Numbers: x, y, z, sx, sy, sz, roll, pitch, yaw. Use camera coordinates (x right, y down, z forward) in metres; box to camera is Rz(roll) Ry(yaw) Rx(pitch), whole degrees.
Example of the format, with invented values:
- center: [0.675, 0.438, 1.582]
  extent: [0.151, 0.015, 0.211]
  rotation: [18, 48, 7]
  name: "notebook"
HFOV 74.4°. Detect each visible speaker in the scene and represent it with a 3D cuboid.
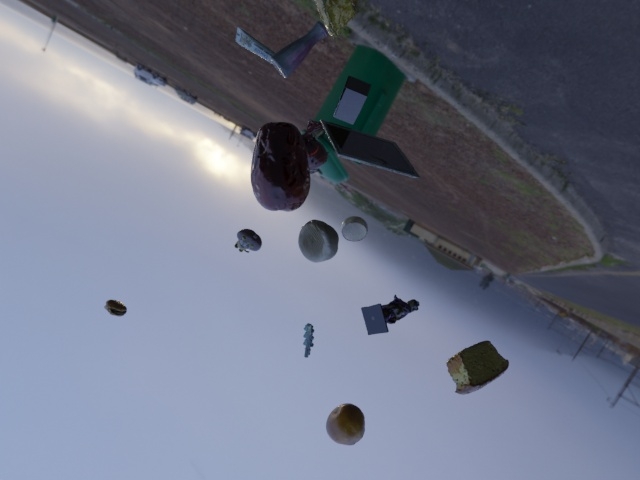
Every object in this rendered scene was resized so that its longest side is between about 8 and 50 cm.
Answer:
- center: [0.100, -0.457, 1.386]
  extent: [0.082, 0.044, 0.218]
  rotation: [21, 171, -3]
  name: "speaker"

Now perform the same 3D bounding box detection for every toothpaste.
- center: [-0.250, -0.789, 1.739]
  extent: [0.255, 0.067, 0.037]
  rotation: [36, -128, 8]
  name: "toothpaste"

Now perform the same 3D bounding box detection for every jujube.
- center: [-0.147, -0.263, 1.533]
  extent: [0.223, 0.318, 0.223]
  rotation: [-1, -174, 0]
  name: "jujube"

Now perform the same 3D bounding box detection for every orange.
- center: [0.097, 0.694, 1.586]
  extent: [0.134, 0.154, 0.155]
  rotation: [55, -173, -1]
  name: "orange"

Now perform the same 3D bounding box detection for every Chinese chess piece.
- center: [0.153, -0.052, 1.897]
  extent: [0.122, 0.122, 0.051]
  rotation: [26, -142, -15]
  name: "Chinese chess piece"

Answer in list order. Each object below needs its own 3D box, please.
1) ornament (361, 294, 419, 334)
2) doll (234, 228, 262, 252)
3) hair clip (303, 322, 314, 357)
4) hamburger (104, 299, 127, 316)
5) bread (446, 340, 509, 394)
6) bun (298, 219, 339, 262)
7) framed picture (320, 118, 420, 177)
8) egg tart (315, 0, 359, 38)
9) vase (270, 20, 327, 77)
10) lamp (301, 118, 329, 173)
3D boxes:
- center: [0.216, 0.201, 1.240]
  extent: [0.203, 0.081, 0.088]
  rotation: [-17, 176, -40]
  name: "ornament"
- center: [-0.389, 0.016, 2.267]
  extent: [0.145, 0.188, 0.096]
  rotation: [30, -135, 3]
  name: "doll"
- center: [-0.051, 0.393, 1.690]
  extent: [0.049, 0.173, 0.049]
  rotation: [4, -152, -2]
  name: "hair clip"
- center: [-0.776, 0.255, 1.601]
  extent: [0.083, 0.044, 0.076]
  rotation: [24, 175, 33]
  name: "hamburger"
- center: [0.410, 0.329, 1.103]
  extent: [0.187, 0.065, 0.103]
  rotation: [-9, -124, -30]
  name: "bread"
- center: [0.000, 0.000, 1.703]
  extent: [0.166, 0.173, 0.113]
  rotation: [-4, -179, 33]
  name: "bun"
- center: [0.141, -0.265, 1.226]
  extent: [0.273, 0.016, 0.216]
  rotation: [11, -144, -23]
  name: "framed picture"
- center: [0.068, -0.944, 1.574]
  extent: [0.132, 0.346, 0.345]
  rotation: [1, 178, 20]
  name: "egg tart"
- center: [-0.070, -0.675, 1.481]
  extent: [0.086, 0.214, 0.086]
  rotation: [49, -178, -3]
  name: "vase"
- center: [-0.037, -0.437, 2.033]
  extent: [0.151, 0.215, 0.223]
  rotation: [32, 155, 30]
  name: "lamp"
